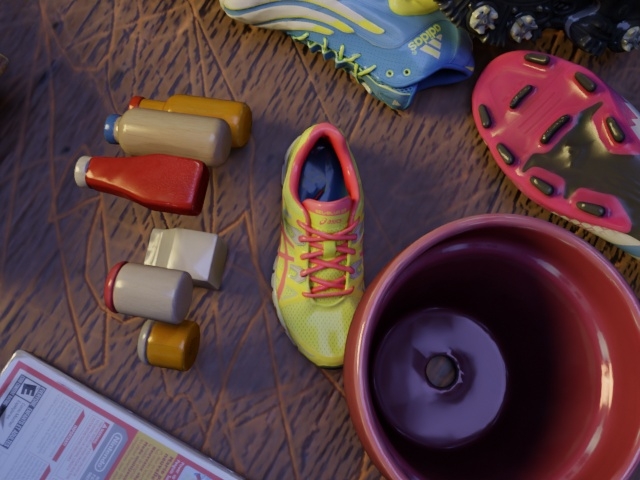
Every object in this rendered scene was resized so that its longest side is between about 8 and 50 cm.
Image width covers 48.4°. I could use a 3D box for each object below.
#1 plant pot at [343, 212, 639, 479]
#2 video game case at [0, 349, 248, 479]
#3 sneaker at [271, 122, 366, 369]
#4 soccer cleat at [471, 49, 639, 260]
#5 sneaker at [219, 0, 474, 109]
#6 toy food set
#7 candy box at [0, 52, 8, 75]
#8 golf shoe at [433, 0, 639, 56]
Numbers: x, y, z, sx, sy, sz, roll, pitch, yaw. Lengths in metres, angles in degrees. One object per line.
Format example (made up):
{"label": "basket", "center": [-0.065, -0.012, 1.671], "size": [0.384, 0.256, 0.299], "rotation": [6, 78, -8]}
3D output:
{"label": "plant pot", "center": [0.109, 0.099, 0.525], "size": [0.201, 0.180, 0.201], "rotation": [1, 77, -6]}
{"label": "video game case", "center": [-0.167, 0.242, 0.544], "size": [0.285, 0.025, 0.204], "rotation": [30, 76, 1]}
{"label": "sneaker", "center": [0.000, 0.000, 0.580], "size": [0.081, 0.094, 0.209], "rotation": [-5, 80, -9]}
{"label": "soccer cleat", "center": [0.272, -0.042, 0.621], "size": [0.331, 0.143, 0.116], "rotation": [44, 104, 25]}
{"label": "sneaker", "center": [0.034, -0.182, 0.625], "size": [0.240, 0.091, 0.126], "rotation": [-4, 79, -8]}
{"label": "toy food set", "center": [-0.134, -0.021, 0.566], "size": [0.104, 0.111, 0.232], "rotation": [9, 77, 8]}
{"label": "candy box", "center": [-0.413, -0.153, 0.489], "size": [0.316, 0.087, 0.183], "rotation": [38, 58, -23]}
{"label": "golf shoe", "center": [0.176, -0.232, 0.616], "size": [0.272, 0.105, 0.120], "rotation": [4, 40, -32]}
